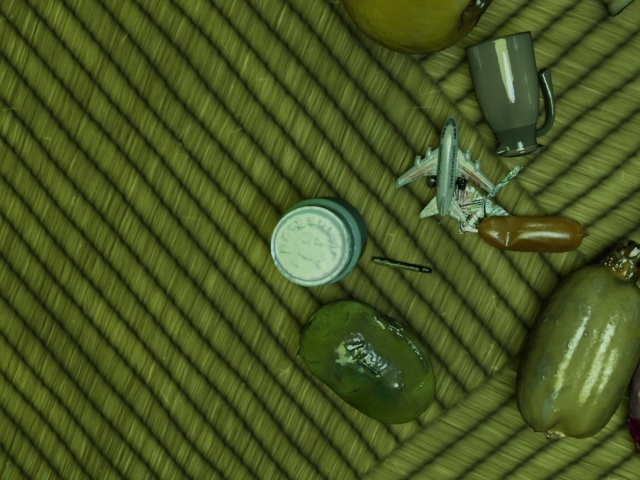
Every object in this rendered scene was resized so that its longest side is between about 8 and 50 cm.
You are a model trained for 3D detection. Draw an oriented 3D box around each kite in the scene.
[{"bbox_3d":[0.280,-0.073,1.294,0.137,0.005,0.152,35,98,2],"label":"kite"}]

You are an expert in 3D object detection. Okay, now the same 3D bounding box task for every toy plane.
[{"bbox_3d":[0.210,-0.118,1.266,0.162,0.065,0.171,6,92,14],"label":"toy plane"}]

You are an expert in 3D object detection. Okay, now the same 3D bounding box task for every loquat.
[{"bbox_3d":[0.143,-0.430,1.147,0.275,0.275,0.275,1,96,7],"label":"loquat"}]

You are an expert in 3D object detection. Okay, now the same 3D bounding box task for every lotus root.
[{"bbox_3d":[0.426,0.157,1.228,0.169,0.151,0.342,20,93,-2],"label":"lotus root"}]

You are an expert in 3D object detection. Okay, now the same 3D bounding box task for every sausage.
[{"bbox_3d":[0.349,-0.010,1.267,0.183,0.054,0.062,0,74,9],"label":"sausage"}]

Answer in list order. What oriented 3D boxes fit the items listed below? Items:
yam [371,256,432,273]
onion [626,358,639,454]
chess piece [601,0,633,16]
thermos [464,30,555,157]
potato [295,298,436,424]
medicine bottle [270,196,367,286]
[{"bbox_3d":[0.140,0.043,1.319,0.107,0.014,0.014,11,97,6],"label":"yam"},{"bbox_3d":[0.605,0.275,1.216,0.227,0.120,0.283,11,109,-11],"label":"onion"},{"bbox_3d":[0.375,-0.533,1.182,0.117,0.117,0.397,-40,89,9],"label":"chess piece"},{"bbox_3d":[0.318,-0.232,1.233,0.137,0.105,0.193,-17,98,-22],"label":"thermos"},{"bbox_3d":[0.083,0.200,1.277,0.248,0.143,0.169,41,110,1],"label":"potato"},{"bbox_3d":[0.000,0.000,1.226,0.139,0.225,0.139,1,94,7],"label":"medicine bottle"}]
